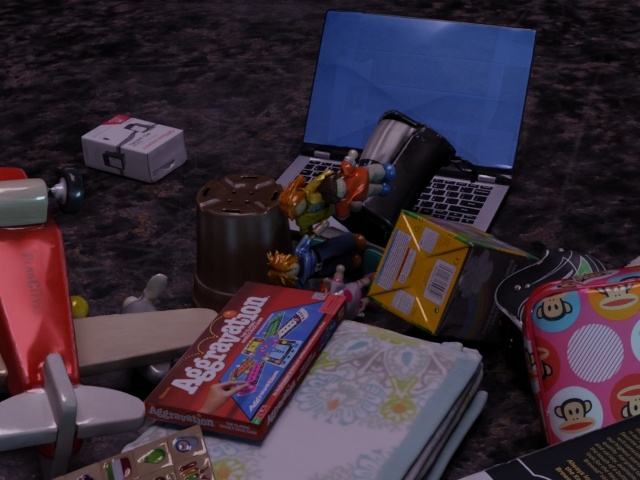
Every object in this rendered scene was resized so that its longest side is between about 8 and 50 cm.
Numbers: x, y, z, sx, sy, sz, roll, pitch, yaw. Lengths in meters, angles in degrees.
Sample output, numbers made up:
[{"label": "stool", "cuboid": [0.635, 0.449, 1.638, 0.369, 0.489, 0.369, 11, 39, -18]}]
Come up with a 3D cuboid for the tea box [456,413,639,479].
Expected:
[{"label": "tea box", "cuboid": [0.291, 0.347, 0.996, 0.323, 0.220, 0.329, -15, 33, -19]}]

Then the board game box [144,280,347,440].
[{"label": "board game box", "cuboid": [-0.082, 0.136, 1.399, 0.145, 0.027, 0.281, 7, 30, 20]}]

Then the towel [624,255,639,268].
[{"label": "towel", "cuboid": [0.578, 0.033, 1.676, 0.187, 0.049, 0.282, 24, 39, 35]}]

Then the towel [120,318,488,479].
[{"label": "towel", "cuboid": [-0.007, 0.219, 1.368, 0.320, 0.090, 0.374, 11, 33, 27]}]

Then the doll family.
[{"label": "doll family", "cuboid": [0.000, 0.000, 1.579, 0.118, 0.263, 0.163, 15, 18, 36]}]

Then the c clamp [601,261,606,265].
[{"label": "c clamp", "cuboid": [0.375, 0.069, 1.659, 0.137, 0.022, 0.161, -1, 32, 12]}]

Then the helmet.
[{"label": "helmet", "cuboid": [0.313, 0.095, 1.477, 0.161, 0.169, 0.169, -30, 37, -12]}]

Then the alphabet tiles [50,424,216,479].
[{"label": "alphabet tiles", "cuboid": [-0.192, 0.318, 1.201, 0.198, 0.009, 0.237, -20, 47, -3]}]

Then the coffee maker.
[{"label": "coffee maker", "cuboid": [0.120, -0.083, 1.740, 0.171, 0.120, 0.178, 22, 66, 24]}]

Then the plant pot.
[{"label": "plant pot", "cuboid": [-0.110, 0.004, 1.654, 0.167, 0.165, 0.167, -2, 31, 1]}]

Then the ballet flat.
[{"label": "ballet flat", "cuboid": [0.073, 0.026, 1.699, 0.213, 0.072, 0.068, 23, 35, 36]}]

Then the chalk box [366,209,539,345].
[{"label": "chalk box", "cuboid": [0.192, 0.053, 1.549, 0.132, 0.132, 0.213, 28, 10, 41]}]

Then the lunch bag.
[{"label": "lunch bag", "cuboid": [0.385, 0.155, 1.301, 0.293, 0.258, 0.120, -10, -1, 7]}]

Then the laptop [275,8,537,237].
[{"label": "laptop", "cuboid": [0.117, -0.184, 1.888, 0.382, 0.236, 0.408, 9, 32, 20]}]

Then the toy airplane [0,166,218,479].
[{"label": "toy airplane", "cuboid": [-0.358, 0.127, 1.416, 0.386, 0.272, 0.384, 34, 50, -2]}]

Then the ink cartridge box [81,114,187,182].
[{"label": "ink cartridge box", "cuboid": [-0.328, -0.163, 2.049, 0.150, 0.063, 0.109, 15, 35, 27]}]
